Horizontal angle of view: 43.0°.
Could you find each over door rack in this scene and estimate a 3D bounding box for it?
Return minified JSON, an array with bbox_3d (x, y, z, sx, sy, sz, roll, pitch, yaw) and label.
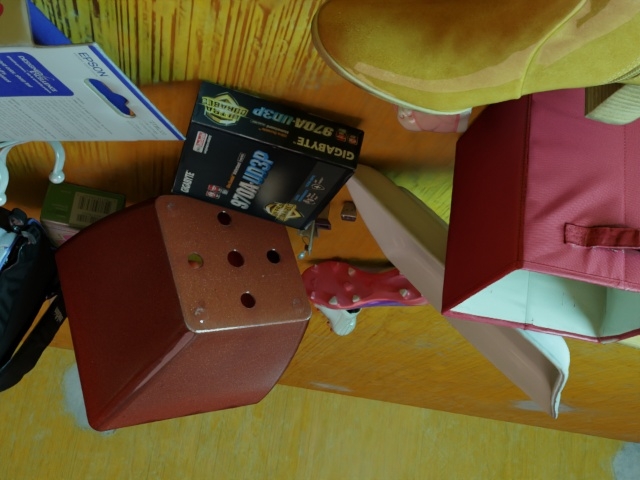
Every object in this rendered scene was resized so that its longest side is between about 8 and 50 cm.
[{"bbox_3d":[-0.494,-0.057,0.933,0.324,0.108,0.239,2,-163,17],"label":"over door rack"}]

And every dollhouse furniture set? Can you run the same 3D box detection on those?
[{"bbox_3d":[0.000,0.000,1.107,0.091,0.081,0.114,7,162,3],"label":"dollhouse furniture set"}]

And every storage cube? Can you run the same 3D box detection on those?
[{"bbox_3d":[0.234,-0.025,0.749,0.184,0.193,0.215,11,161,-8],"label":"storage cube"}]

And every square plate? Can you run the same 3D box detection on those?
[{"bbox_3d":[0.180,0.064,1.016,0.347,0.049,0.344,45,177,24],"label":"square plate"}]

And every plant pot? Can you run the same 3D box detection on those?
[{"bbox_3d":[-0.164,0.073,1.074,0.267,0.267,0.236,-2,156,-37],"label":"plant pot"}]

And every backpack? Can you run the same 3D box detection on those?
[{"bbox_3d":[-0.491,0.088,1.128,0.213,0.263,0.276,15,161,4],"label":"backpack"}]

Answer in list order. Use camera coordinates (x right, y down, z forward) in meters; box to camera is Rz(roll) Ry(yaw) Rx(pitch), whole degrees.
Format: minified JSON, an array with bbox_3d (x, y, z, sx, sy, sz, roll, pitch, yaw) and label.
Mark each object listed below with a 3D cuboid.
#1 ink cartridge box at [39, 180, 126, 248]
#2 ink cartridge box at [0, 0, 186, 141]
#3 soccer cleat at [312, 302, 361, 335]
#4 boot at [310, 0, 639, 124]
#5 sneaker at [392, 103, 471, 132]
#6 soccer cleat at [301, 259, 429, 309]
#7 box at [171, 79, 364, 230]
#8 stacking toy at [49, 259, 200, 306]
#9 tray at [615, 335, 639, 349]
[{"bbox_3d":[-0.357,-0.019,1.235,0.109,0.062,0.209,12,162,-11],"label":"ink cartridge box"},{"bbox_3d":[-0.328,-0.159,0.795,0.371,0.069,0.176,4,161,19],"label":"ink cartridge box"},{"bbox_3d":[0.046,0.135,1.532,0.076,0.068,0.196,-1,157,18],"label":"soccer cleat"},{"bbox_3d":[0.159,-0.166,0.529,0.295,0.104,0.211,7,157,-14],"label":"boot"},{"bbox_3d":[0.098,-0.130,0.715,0.070,0.051,0.134,1,166,6],"label":"sneaker"},{"bbox_3d":[0.086,0.076,1.315,0.248,0.083,0.095,-4,163,26],"label":"soccer cleat"},{"bbox_3d":[-0.067,-0.086,0.908,0.175,0.051,0.220,16,161,-11],"label":"box"},{"bbox_3d":[-0.291,0.067,1.405,0.330,0.141,0.141,5,163,-15],"label":"stacking toy"},{"bbox_3d":[0.511,0.034,0.905,0.203,0.076,0.411,16,150,-22],"label":"tray"}]
